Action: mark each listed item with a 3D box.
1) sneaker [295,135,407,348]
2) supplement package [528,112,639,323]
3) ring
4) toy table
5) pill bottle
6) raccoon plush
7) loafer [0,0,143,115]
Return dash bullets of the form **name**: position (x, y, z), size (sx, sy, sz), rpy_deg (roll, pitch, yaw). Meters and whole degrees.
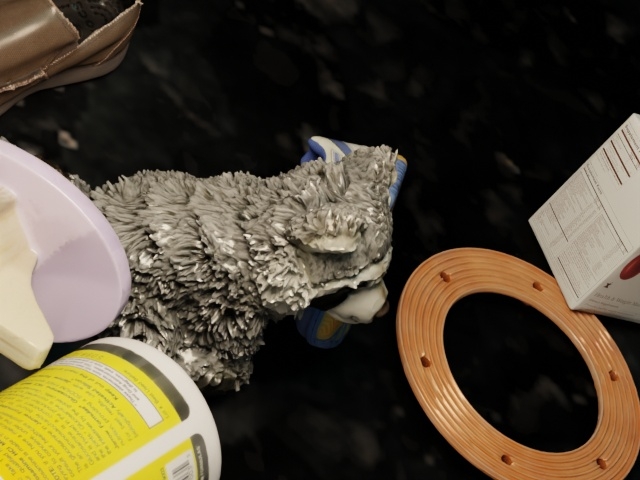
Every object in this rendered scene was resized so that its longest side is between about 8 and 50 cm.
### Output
- **sneaker**: position (0.000, 0.000, 2.020), size (0.131, 0.112, 0.296), rpy_deg (19, 42, 1)
- **supplement package**: position (0.406, -0.018, 2.220), size (0.194, 0.203, 0.149), rpy_deg (11, 44, -38)
- **ring**: position (0.226, 0.154, 2.093), size (0.336, 0.032, 0.336), rpy_deg (21, 44, -22)
- **toy table**: position (-0.323, 0.014, 1.658), size (0.274, 0.252, 0.161), rpy_deg (20, 25, 10)
- **pill bottle**: position (-0.254, 0.225, 1.554), size (0.188, 0.188, 0.334), rpy_deg (50, 42, 10)
- **raccoon plush**: position (-0.140, -0.028, 1.771), size (0.446, 0.299, 0.216), rpy_deg (24, 45, -18)
- **loafer**: position (-0.329, -0.221, 1.921), size (0.134, 0.130, 0.366), rpy_deg (49, 42, 9)
